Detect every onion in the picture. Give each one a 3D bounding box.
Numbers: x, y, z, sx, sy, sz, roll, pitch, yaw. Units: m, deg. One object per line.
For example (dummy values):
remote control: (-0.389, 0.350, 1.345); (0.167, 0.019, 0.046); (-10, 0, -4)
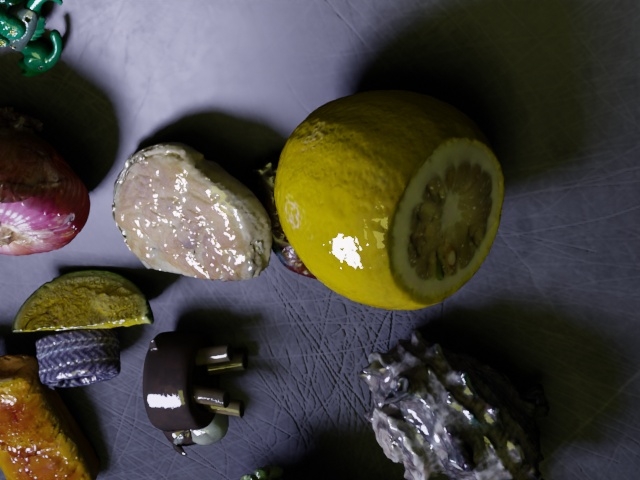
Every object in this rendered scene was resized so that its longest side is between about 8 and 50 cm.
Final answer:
onion: (-0.384, -0.077, 1.900); (0.230, 0.163, 0.230); (1, 166, 0)

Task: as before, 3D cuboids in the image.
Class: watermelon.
watermelon: (-0.288, 0.093, 2.030); (0.182, 0.092, 0.075); (-7, 137, 10)

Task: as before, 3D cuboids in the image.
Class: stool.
stool: (-0.156, 0.197, 2.049); (0.121, 0.125, 0.217); (0, 134, 13)

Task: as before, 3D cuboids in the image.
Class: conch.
conch: (0.156, 0.237, 1.969); (0.241, 0.186, 0.313); (1, 149, 47)

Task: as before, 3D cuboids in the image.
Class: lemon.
lemon: (0.061, -0.051, 1.748); (0.219, 0.240, 0.240); (23, 135, 39)

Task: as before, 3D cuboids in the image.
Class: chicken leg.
chicken leg: (0.000, 0.000, 1.910); (0.106, 0.051, 0.253); (-34, 114, 26)

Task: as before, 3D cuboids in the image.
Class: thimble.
thimble: (-0.305, 0.151, 2.065); (0.104, 0.066, 0.095); (-10, 167, 8)

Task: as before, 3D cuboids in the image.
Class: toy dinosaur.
toy dinosaur: (-0.331, -0.241, 1.824); (0.096, 0.059, 0.132); (28, 136, -17)

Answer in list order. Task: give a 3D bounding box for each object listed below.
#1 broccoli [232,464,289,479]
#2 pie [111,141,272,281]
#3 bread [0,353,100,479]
broccoli: (-0.014, 0.453, 2.087); (0.272, 0.324, 0.334); (1, 171, -11)
pie: (-0.157, -0.032, 1.895); (0.218, 0.052, 0.185); (7, 130, 34)
bread: (-0.396, 0.255, 2.150); (0.139, 0.077, 0.271); (-5, 139, 12)
